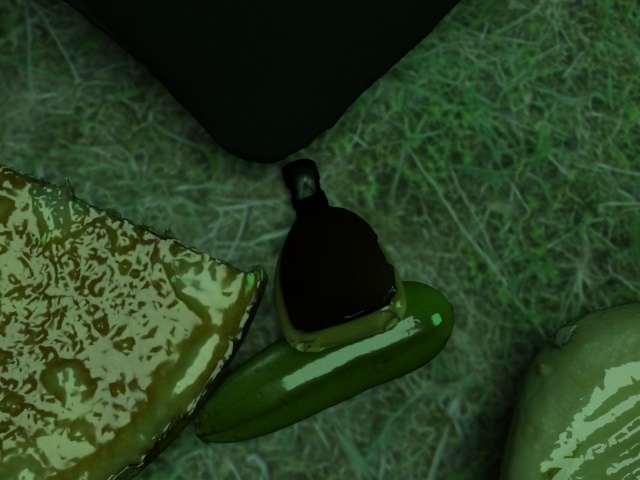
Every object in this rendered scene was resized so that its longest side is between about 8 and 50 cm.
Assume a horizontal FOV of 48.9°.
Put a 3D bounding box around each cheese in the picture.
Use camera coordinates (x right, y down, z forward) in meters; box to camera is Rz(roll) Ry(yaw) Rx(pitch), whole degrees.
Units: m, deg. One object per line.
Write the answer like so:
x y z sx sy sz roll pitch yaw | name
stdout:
0.000 0.000 0.500 0.086 0.036 0.162 -20 52 2 | cheese

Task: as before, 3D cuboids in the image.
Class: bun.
0.239 0.167 0.467 0.259 0.160 0.259 -4 74 16 | bun

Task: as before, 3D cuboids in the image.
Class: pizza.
-0.201 0.077 0.459 0.323 0.089 0.223 -40 92 -15 | pizza

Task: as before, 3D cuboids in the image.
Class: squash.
0.003 0.088 0.500 0.201 0.066 0.066 -26 83 -6 | squash

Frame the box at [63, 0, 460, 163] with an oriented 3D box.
-0.023 -0.267 0.441 0.359 0.091 0.350 -44 122 7 | box
